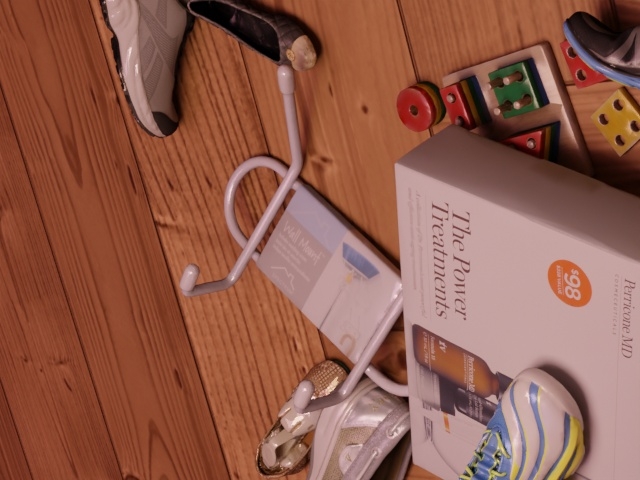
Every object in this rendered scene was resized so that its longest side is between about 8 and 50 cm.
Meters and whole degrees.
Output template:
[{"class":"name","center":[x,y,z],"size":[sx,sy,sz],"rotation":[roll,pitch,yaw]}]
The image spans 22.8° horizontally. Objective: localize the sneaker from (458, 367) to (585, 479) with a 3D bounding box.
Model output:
[{"class":"sneaker","center":[0.165,0.227,1.444],"size":[0.091,0.126,0.240],"rotation":[33,141,28]}]

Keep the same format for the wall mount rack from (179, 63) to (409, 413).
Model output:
[{"class":"wall mount rack","center":[0.000,0.000,1.663],"size":[0.350,0.130,0.304],"rotation":[43,119,27]}]

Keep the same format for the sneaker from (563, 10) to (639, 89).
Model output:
[{"class":"sneaker","center":[0.291,-0.159,1.331],"size":[0.188,0.067,0.078],"rotation":[25,104,35]}]

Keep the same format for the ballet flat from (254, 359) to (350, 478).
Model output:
[{"class":"ballet flat","center":[-0.024,0.219,1.856],"size":[0.073,0.067,0.206],"rotation":[46,137,21]}]

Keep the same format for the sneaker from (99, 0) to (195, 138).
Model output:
[{"class":"sneaker","center":[-0.183,-0.225,1.771],"size":[0.100,0.108,0.272],"rotation":[-112,11,-45]}]

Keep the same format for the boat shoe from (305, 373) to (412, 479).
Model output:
[{"class":"boat shoe","center":[0.043,0.298,1.792],"size":[0.103,0.118,0.320],"rotation":[35,126,36]}]

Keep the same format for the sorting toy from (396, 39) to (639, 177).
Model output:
[{"class":"sorting toy","center":[0.180,-0.105,1.484],"size":[0.274,0.046,0.132],"rotation":[-13,100,49]}]

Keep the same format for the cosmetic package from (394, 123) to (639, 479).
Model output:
[{"class":"cosmetic package","center":[0.211,0.109,1.488],"size":[0.284,0.097,0.377],"rotation":[23,134,35]}]

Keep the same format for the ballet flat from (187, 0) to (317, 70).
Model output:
[{"class":"ballet flat","center":[-0.071,-0.220,1.690],"size":[0.173,0.049,0.057],"rotation":[31,131,33]}]
